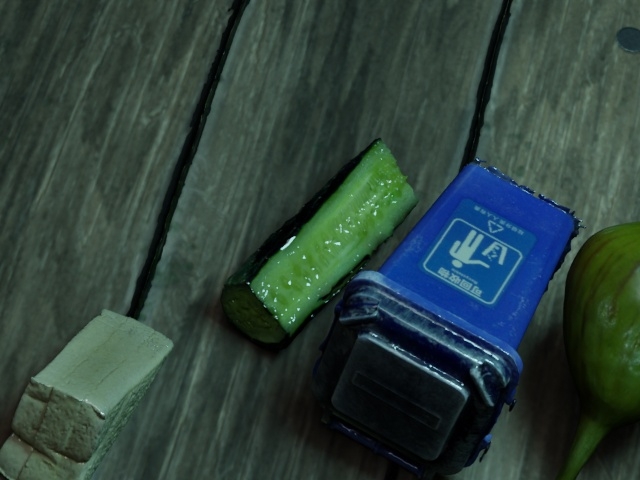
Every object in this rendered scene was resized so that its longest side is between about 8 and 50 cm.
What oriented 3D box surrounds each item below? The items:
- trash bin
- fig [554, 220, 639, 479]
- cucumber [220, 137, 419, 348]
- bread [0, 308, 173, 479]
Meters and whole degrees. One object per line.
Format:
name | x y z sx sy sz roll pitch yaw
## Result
trash bin | 0.109 0.065 1.601 0.162 0.184 0.234 29 48 7
fig | 0.229 0.106 1.557 0.151 0.151 0.259 36 90 14
cucumber | -0.001 0.002 1.679 0.078 0.062 0.211 53 55 -15
bread | -0.194 0.138 1.591 0.077 0.105 0.152 28 29 10
